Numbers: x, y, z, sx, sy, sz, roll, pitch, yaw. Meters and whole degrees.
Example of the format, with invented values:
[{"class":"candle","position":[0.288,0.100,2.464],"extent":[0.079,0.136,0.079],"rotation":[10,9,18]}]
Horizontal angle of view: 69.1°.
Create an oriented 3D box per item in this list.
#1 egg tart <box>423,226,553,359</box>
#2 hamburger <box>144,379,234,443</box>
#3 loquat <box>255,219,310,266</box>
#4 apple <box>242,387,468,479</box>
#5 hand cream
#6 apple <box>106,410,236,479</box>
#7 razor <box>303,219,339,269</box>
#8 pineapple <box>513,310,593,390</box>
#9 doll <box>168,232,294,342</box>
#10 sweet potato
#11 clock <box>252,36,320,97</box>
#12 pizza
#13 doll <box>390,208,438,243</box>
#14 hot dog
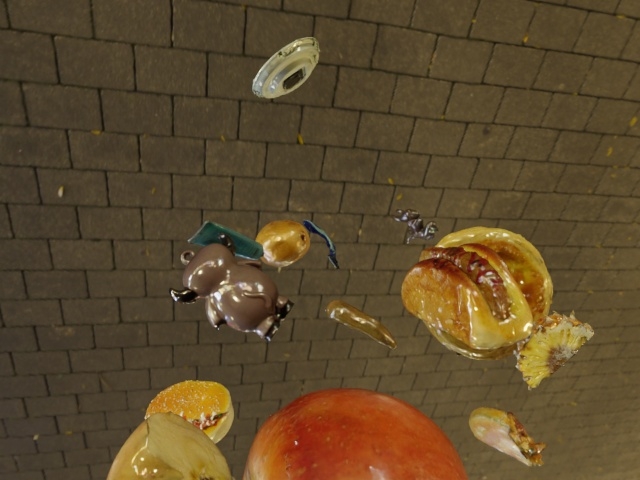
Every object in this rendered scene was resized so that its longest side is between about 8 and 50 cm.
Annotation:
[{"class":"egg tart","position":[0.529,0.168,1.527],"extent":[0.444,0.178,0.442],"rotation":[0,90,0]},{"class":"hamburger","position":[-0.439,0.579,1.571],"extent":[0.295,0.227,0.151],"rotation":[-10,128,17]},{"class":"loquat","position":[-0.159,0.008,1.955],"extent":[0.238,0.238,0.193],"rotation":[-28,102,5]},{"class":"apple","position":[0.035,0.277,0.428],"extent":[0.207,0.271,0.251],"rotation":[4,163,-18]},{"class":"hand cream","position":[-0.227,0.008,1.188],"extent":[0.083,0.048,0.224],"rotation":[-41,143,19]},{"class":"apple","position":[-0.253,0.463,0.796],"extent":[0.163,0.293,0.251],"rotation":[-40,141,-3]},{"class":"razor","position":[0.004,-0.002,0.963],"extent":[0.028,0.154,0.044],"rotation":[-35,134,-1]},{"class":"pineapple","position":[0.576,0.267,1.214],"extent":[0.135,0.079,0.233],"rotation":[37,106,3]},{"class":"doll","position":[-0.184,0.100,0.979],"extent":[0.257,0.182,0.117],"rotation":[30,150,8]},{"class":"sweet potato","position":[0.121,0.240,1.337],"extent":[0.233,0.081,0.062],"rotation":[28,75,7]},{"class":"clock","position":[-0.088,-0.483,1.344],"extent":[0.236,0.236,0.053],"rotation":[-38,88,12]},{"class":"pizza","position":[0.559,0.575,1.381],"extent":[0.081,0.229,0.289],"rotation":[-44,155,-21]},{"class":"doll","position":[0.337,-0.055,1.634],"extent":[0.057,0.165,0.139],"rotation":[-38,103,-30]},{"class":"hot dog","position":[0.375,0.123,1.244],"extent":[0.185,0.405,0.223],"rotation":[-6,100,-19]}]
